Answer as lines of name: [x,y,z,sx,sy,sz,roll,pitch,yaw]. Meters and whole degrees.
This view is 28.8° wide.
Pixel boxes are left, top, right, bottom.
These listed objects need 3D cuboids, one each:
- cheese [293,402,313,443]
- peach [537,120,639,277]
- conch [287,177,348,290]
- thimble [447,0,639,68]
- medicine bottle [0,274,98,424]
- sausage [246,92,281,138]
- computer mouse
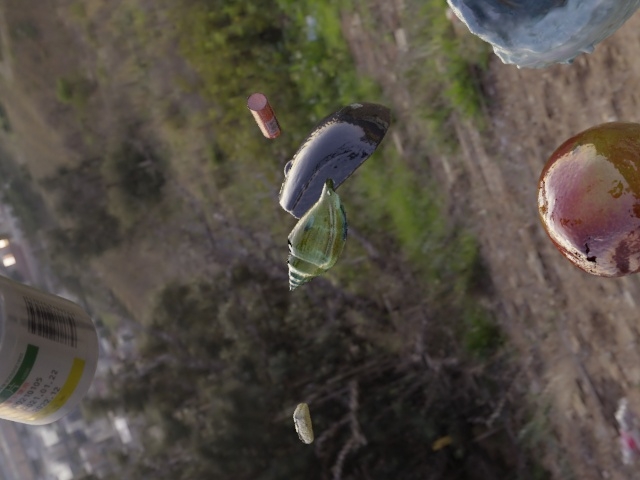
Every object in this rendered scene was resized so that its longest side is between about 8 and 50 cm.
cheese: [-0.030,0.335,2.289,0.030,0.044,0.083,0,135,16]
peach: [0.428,-0.062,1.809,0.231,0.231,0.231,40,140,44]
conch: [-0.004,0.001,2.028,0.095,0.080,0.200,50,133,23]
thimble: [0.216,-0.285,1.174,0.205,0.172,0.250,15,107,25]
medicine bottle: [-0.512,0.147,1.847,0.208,0.340,0.208,-10,69,28]
sausage: [-0.087,-0.196,1.999,0.034,0.034,0.129,58,179,21]
computer mouse: [0.015,-0.167,2.336,0.100,0.170,0.269,40,115,-12]
